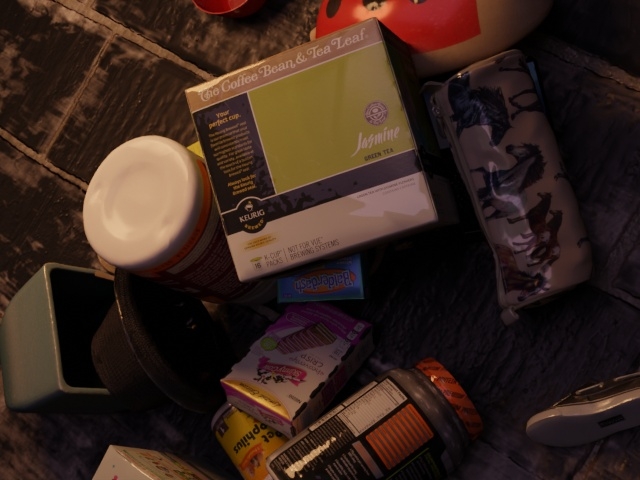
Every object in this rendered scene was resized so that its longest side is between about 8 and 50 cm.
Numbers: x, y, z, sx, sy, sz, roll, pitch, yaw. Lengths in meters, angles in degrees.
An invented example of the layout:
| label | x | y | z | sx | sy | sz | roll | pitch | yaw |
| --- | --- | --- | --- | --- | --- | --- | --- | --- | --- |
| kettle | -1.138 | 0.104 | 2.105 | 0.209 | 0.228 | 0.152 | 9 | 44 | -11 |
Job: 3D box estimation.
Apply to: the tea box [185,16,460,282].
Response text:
| label | x | y | z | sx | sy | sz | roll | pitch | yaw |
| --- | --- | --- | --- | --- | --- | --- | --- | --- | --- |
| tea box | 0.009 | -0.133 | 1.579 | 0.328 | 0.220 | 0.324 | -17 | 86 | 17 |

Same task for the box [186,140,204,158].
| label | x | y | z | sx | sy | sz | roll | pitch | yaw |
| --- | --- | --- | --- | --- | --- | --- | --- | --- | --- |
| box | -0.160 | -0.184 | 1.937 | 0.232 | 0.087 | 0.058 | -25 | 66 | 17 |

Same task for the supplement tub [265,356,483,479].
| label | x | y | z | sx | sy | sz | roll | pitch | yaw |
| --- | --- | --- | --- | --- | --- | --- | --- | --- | --- |
| supplement tub | 0.088 | 0.333 | 1.567 | 0.316 | 0.194 | 0.194 | -34 | 61 | -11 |

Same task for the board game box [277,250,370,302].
| label | x | y | z | sx | sy | sz | roll | pitch | yaw |
| --- | --- | --- | --- | --- | --- | --- | --- | --- | --- |
| board game box | 0.000 | 0.000 | 1.723 | 0.160 | 0.047 | 0.210 | -3 | 88 | 18 |

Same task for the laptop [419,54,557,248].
| label | x | y | z | sx | sy | sz | roll | pitch | yaw |
| --- | --- | --- | --- | --- | --- | --- | --- | --- | --- |
| laptop | 0.273 | -0.145 | 1.683 | 0.234 | 0.136 | 0.265 | -9 | 65 | 24 |

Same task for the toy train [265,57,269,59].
| label | x | y | z | sx | sy | sz | roll | pitch | yaw |
| --- | --- | --- | --- | --- | --- | --- | --- | --- | --- |
| toy train | -0.038 | -0.312 | 1.940 | 0.166 | 0.046 | 0.125 | -2 | 73 | 22 |

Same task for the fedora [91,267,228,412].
| label | x | y | z | sx | sy | sz | roll | pitch | yaw |
| --- | --- | --- | --- | --- | --- | --- | --- | --- | --- |
| fedora | -0.303 | 0.184 | 1.748 | 0.152 | 0.334 | 0.334 | -34 | 63 | 13 |

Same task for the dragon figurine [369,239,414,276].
| label | x | y | z | sx | sy | sz | roll | pitch | yaw |
| --- | --- | --- | --- | --- | --- | --- | --- | --- | --- |
| dragon figurine | 0.111 | -0.059 | 1.750 | 0.144 | 0.085 | 0.289 | 62 | 141 | 33 |

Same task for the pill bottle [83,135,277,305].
| label | x | y | z | sx | sy | sz | roll | pitch | yaw |
| --- | --- | --- | --- | --- | --- | --- | --- | --- | --- |
| pill bottle | -0.208 | -0.015 | 1.734 | 0.224 | 0.392 | 0.224 | -8 | 71 | 24 |

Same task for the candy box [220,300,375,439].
| label | x | y | z | sx | sy | sz | roll | pitch | yaw |
| --- | --- | --- | --- | --- | --- | --- | --- | --- | --- |
| candy box | -0.036 | 0.211 | 1.708 | 0.159 | 0.071 | 0.233 | 24 | 56 | 29 |

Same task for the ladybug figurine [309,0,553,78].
| label | x | y | z | sx | sy | sz | roll | pitch | yaw |
| --- | --- | --- | --- | --- | --- | --- | --- | --- | --- |
| ladybug figurine | 0.175 | -0.414 | 1.746 | 0.449 | 0.162 | 0.305 | -10 | 40 | 24 |

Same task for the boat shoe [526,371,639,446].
| label | x | y | z | sx | sy | sz | roll | pitch | yaw |
| --- | --- | --- | --- | --- | --- | --- | --- | --- | --- |
| boat shoe | 0.424 | 0.259 | 1.538 | 0.219 | 0.078 | 0.070 | -20 | 33 | 23 |

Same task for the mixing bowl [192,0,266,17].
| label | x | y | z | sx | sy | sz | roll | pitch | yaw |
| --- | --- | --- | --- | --- | --- | --- | --- | --- | --- |
| mixing bowl | -0.168 | -0.524 | 2.032 | 0.181 | 0.098 | 0.182 | -8 | 71 | 24 |

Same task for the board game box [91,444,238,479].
| label | x | y | z | sx | sy | sz | roll | pitch | yaw |
| --- | --- | --- | --- | --- | --- | --- | --- | --- | --- |
| board game box | -0.207 | 0.444 | 1.650 | 0.224 | 0.303 | 0.098 | 27 | 86 | 30 |

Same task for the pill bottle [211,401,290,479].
| label | x | y | z | sx | sy | sz | roll | pitch | yaw |
| --- | --- | --- | --- | --- | --- | --- | --- | --- | --- |
| pill bottle | -0.090 | 0.370 | 1.721 | 0.117 | 0.117 | 0.215 | -45 | 62 | 8 |

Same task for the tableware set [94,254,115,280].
| label | x | y | z | sx | sy | sz | roll | pitch | yaw |
| --- | --- | --- | --- | --- | --- | --- | --- | --- | --- |
| tableware set | -0.339 | 0.047 | 1.916 | 0.039 | 0.194 | 0.128 | -40 | 36 | 53 |

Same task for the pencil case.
| label | x | y | z | sx | sy | sz | roll | pitch | yaw |
| --- | --- | --- | --- | --- | --- | --- | --- | --- | --- |
| pencil case | 0.300 | -0.084 | 1.578 | 0.183 | 0.160 | 0.411 | -18 | 86 | -6 |

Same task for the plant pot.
| label | x | y | z | sx | sy | sz | roll | pitch | yaw |
| --- | --- | --- | --- | --- | --- | --- | --- | --- | --- |
| plant pot | -0.478 | 0.216 | 1.892 | 0.252 | 0.247 | 0.248 | -29 | 64 | 33 |
